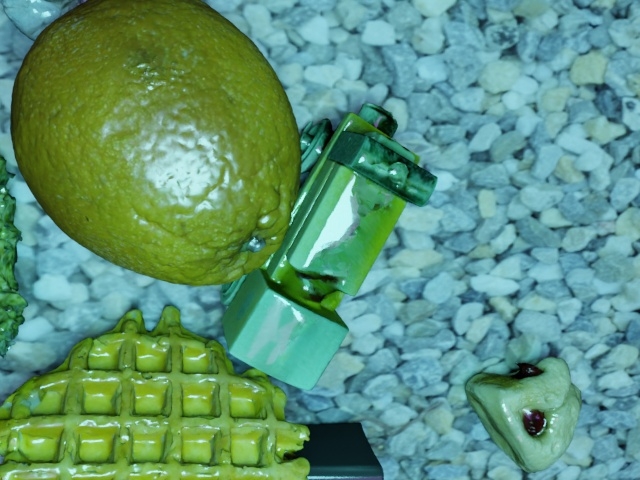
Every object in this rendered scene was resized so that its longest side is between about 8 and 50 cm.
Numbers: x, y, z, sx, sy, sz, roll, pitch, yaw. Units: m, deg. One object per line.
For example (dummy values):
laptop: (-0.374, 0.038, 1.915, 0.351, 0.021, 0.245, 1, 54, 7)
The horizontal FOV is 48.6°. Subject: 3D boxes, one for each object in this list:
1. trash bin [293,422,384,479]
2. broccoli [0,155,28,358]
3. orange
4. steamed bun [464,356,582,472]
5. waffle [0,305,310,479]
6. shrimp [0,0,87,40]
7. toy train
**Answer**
trash bin: (-0.039, 0.348, 1.041, 0.226, 0.165, 0.114, 3, 101, -10)
broccoli: (-0.476, 0.013, 0.776, 0.275, 0.397, 0.353, -41, 113, -1)
orange: (-0.182, -0.112, 0.836, 0.322, 0.322, 0.357, -43, 77, -2)
steamed bun: (0.335, 0.257, 1.116, 0.155, 0.141, 0.172, -35, 101, -8)
waffle: (-0.206, 0.266, 0.887, 0.380, 0.382, 0.095, 35, 136, 11)
shrimp: (-0.326, -0.412, 0.868, 0.145, 0.116, 0.342, -1, 107, -12)
toy train: (0.000, 0.000, 0.940, 0.160, 0.253, 0.397, 30, 94, -16)
